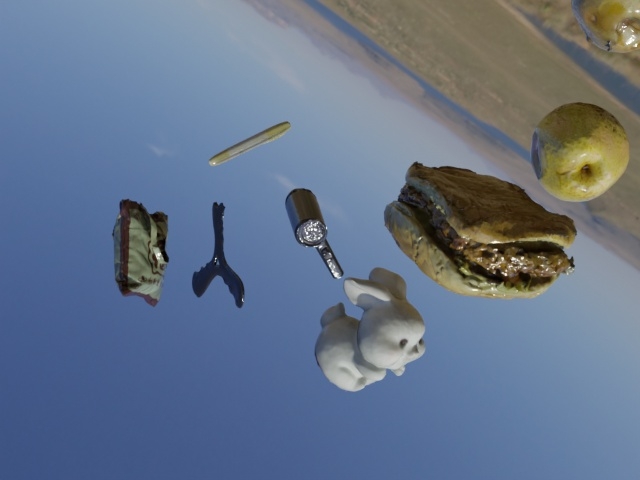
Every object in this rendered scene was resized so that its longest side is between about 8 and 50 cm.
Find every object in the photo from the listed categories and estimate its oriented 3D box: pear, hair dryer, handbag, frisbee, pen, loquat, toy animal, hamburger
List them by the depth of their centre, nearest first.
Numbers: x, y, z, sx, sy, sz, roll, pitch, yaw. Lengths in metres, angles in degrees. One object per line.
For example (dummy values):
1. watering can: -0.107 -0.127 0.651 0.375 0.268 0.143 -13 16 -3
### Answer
1. hamburger: 0.240 -0.014 1.057 0.259 0.145 0.283 9 -161 -20
2. toy animal: 0.082 0.156 1.184 0.127 0.193 0.178 -3 -129 -48
3. pear: 0.446 -0.149 1.195 0.178 0.178 0.178 34 -166 -9
4. frisbee: -0.187 0.024 1.234 0.012 0.187 0.211 -1 179 -34
5. loquat: 0.662 -0.529 1.485 0.244 0.244 0.244 34 -166 -9
6. handbag: -0.424 0.033 1.646 0.127 0.235 0.213 1 169 11
7. pen: -0.180 -0.247 1.765 0.032 0.233 0.040 58 169 23
8. hair dryer: 0.000 0.000 1.821 0.251 0.089 0.197 59 -176 -28
